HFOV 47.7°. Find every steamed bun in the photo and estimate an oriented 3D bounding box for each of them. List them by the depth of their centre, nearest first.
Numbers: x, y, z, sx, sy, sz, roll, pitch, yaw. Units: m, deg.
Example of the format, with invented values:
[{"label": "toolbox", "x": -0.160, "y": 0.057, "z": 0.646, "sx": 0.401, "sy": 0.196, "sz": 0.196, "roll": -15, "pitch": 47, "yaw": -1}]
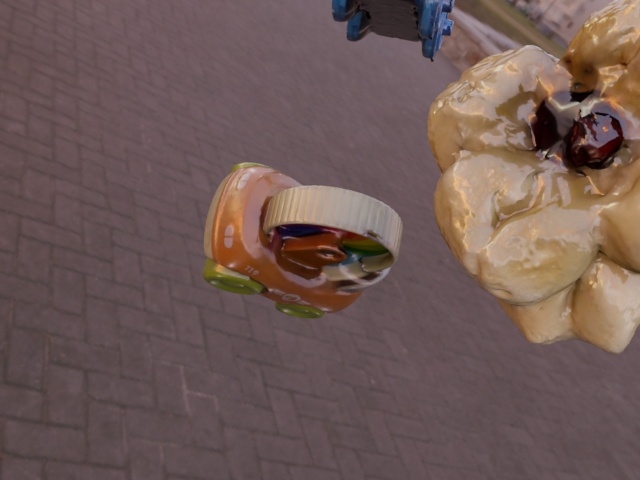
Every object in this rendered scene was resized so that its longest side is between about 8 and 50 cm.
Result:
[{"label": "steamed bun", "x": 0.140, "y": -0.036, "z": 0.399, "sx": 0.106, "sy": 0.177, "sz": 0.192, "roll": 15, "pitch": 62, "yaw": -47}]

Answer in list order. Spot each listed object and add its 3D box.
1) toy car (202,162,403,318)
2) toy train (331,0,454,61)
[{"label": "toy car", "x": 0.000, "y": 0.000, "z": 0.835, "sx": 0.235, "sy": 0.235, "sz": 0.145, "roll": 23, "pitch": 70, "yaw": -31}, {"label": "toy train", "x": 0.131, "y": -0.436, "z": 1.113, "sx": 0.188, "sy": 0.265, "sz": 0.300, "roll": 14, "pitch": 4, "yaw": 10}]
